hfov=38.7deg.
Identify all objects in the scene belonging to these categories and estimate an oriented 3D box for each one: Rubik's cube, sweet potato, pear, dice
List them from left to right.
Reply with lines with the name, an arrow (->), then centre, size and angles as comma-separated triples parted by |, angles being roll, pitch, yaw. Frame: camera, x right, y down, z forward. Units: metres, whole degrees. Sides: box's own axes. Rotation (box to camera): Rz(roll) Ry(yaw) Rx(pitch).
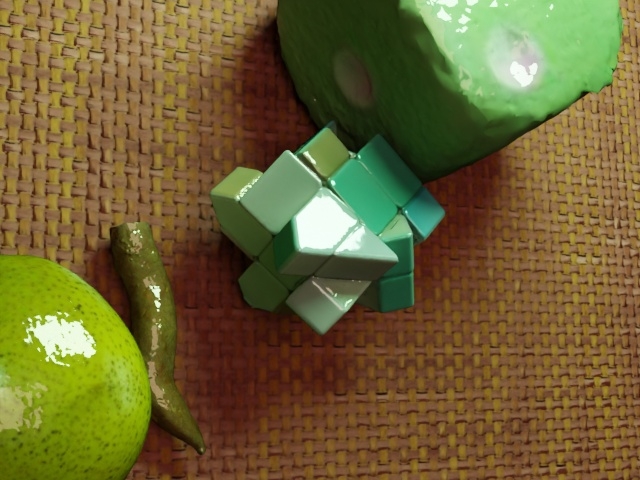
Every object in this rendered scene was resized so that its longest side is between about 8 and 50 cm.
pear -> -0.312, 0.157, 0.890 | 0.294, 0.294, 0.294 | 4, 80, -25
sweet potato -> -0.197, 0.119, 1.070 | 0.067, 0.059, 0.281 | -6, 86, -48
Rubik's cube -> 0.000, 0.000, 1.101 | 0.265, 0.224, 0.213 | 48, 51, -7
dice -> 0.160, -0.272, 1.162 | 0.330, 0.322, 0.318 | -33, 96, -25
